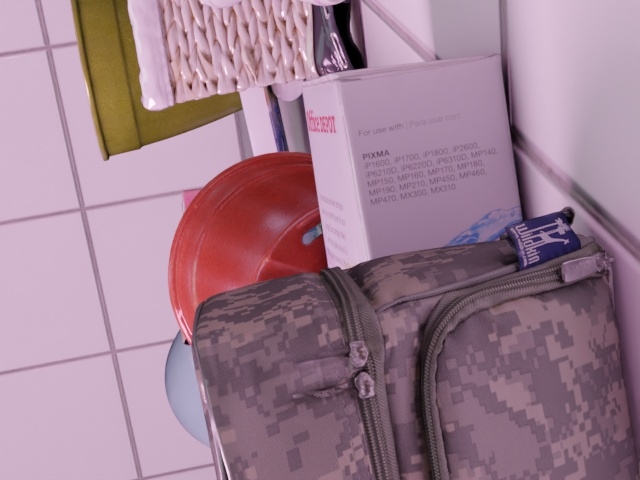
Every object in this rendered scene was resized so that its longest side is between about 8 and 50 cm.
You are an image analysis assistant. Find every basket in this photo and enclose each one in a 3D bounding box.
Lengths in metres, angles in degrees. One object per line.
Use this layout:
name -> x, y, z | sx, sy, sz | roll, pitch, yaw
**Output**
basket -> -0.145, -0.366, 1.586 | 0.328, 0.266, 0.331 | -134, 34, -77

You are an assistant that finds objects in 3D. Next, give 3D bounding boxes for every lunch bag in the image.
lunch bag -> 0.069, 0.149, 0.703 | 0.212, 0.256, 0.305 | -158, 56, -83

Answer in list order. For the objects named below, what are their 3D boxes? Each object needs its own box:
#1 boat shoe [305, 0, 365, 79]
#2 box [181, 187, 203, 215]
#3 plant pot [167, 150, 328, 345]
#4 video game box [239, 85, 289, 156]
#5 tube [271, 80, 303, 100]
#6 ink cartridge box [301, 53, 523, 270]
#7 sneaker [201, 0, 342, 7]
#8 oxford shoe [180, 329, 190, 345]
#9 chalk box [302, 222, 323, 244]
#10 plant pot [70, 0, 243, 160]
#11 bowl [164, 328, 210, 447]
boat shoe -> 0.021, -0.283, 1.317 | 0.065, 0.075, 0.206 | 10, 111, 36
box -> -0.104, -0.024, 1.861 | 0.148, 0.232, 0.127 | 141, 122, -81
plant pot -> 0.000, 0.046, 1.168 | 0.265, 0.272, 0.273 | -164, 64, -73
video game box -> -0.095, -0.212, 1.902 | 0.187, 0.048, 0.205 | -91, -11, -76
tube -> -0.058, -0.271, 1.932 | 0.207, 0.052, 0.080 | -104, 15, -77
ink cartridge box -> 0.078, 0.012, 0.925 | 0.226, 0.131, 0.306 | -140, 41, -79
sneaker -> -0.048, -0.300, 1.229 | 0.305, 0.114, 0.152 | -25, 83, 55
oxford shoe -> -0.075, 0.107, 1.696 | 0.348, 0.123, 0.130 | -5, 73, 45
chalk box -> 0.000, 0.000, 1.430 | 0.213, 0.132, 0.132 | -151, 43, -74
plant pot -> -0.255, -0.354, 2.104 | 0.366, 0.352, 0.367 | 170, 90, -83
bowl -> -0.106, 0.181, 1.877 | 0.163, 0.311, 0.312 | 94, 164, -58
